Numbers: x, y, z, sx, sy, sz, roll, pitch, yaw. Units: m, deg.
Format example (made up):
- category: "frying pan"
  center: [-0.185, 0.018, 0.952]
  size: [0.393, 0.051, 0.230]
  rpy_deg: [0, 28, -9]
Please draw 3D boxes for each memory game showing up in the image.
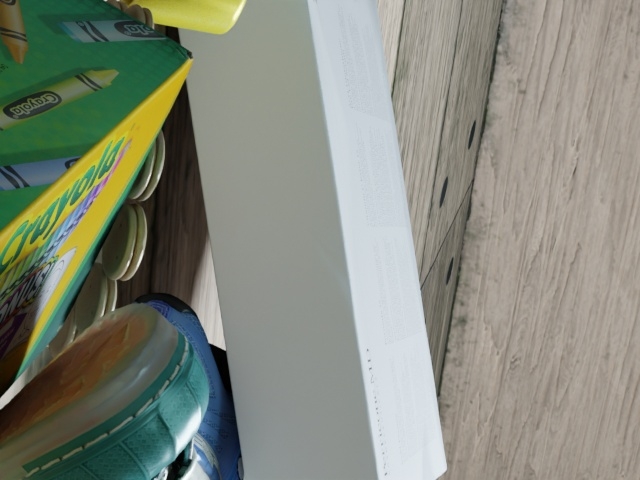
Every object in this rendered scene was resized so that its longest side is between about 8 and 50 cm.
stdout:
- category: "memory game"
  center: [-0.115, -0.031, 0.912]
  size: [0.186, 0.012, 0.186]
  rpy_deg: [-37, -133, 54]

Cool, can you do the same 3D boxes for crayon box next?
- category: "crayon box"
  center: [-0.157, 0.013, 0.718]
  size: [0.165, 0.081, 0.278]
  rpy_deg: [-61, 178, 28]

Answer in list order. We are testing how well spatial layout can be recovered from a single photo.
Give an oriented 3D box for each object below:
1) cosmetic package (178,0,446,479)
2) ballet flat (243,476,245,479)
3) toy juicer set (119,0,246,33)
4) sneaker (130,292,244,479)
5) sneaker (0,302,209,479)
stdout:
- category: "cosmetic package"
  center: [0.000, 0.000, 1.266]
  size: [0.284, 0.097, 0.377]
  rpy_deg: [3, 79, -81]
- category: "ballet flat"
  center: [-0.043, 0.197, 1.615]
  size: [0.342, 0.116, 0.124]
  rpy_deg: [-61, 141, -56]
- category: "toy juicer set"
  center: [-0.034, -0.288, 0.992]
  size: [0.209, 0.089, 0.329]
  rpy_deg: [-24, -129, 65]
- category: "sneaker"
  center: [-0.089, 0.149, 1.230]
  size: [0.330, 0.130, 0.147]
  rpy_deg: [86, 23, -57]
- category: "sneaker"
  center: [-0.105, 0.125, 0.790]
  size: [0.108, 0.121, 0.302]
  rpy_deg: [-48, -175, -35]
